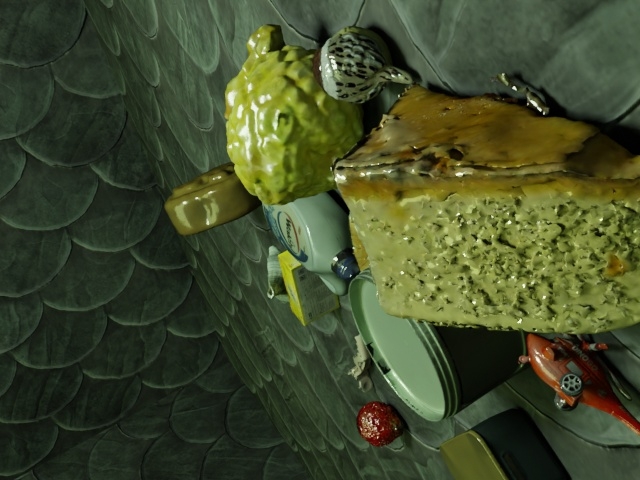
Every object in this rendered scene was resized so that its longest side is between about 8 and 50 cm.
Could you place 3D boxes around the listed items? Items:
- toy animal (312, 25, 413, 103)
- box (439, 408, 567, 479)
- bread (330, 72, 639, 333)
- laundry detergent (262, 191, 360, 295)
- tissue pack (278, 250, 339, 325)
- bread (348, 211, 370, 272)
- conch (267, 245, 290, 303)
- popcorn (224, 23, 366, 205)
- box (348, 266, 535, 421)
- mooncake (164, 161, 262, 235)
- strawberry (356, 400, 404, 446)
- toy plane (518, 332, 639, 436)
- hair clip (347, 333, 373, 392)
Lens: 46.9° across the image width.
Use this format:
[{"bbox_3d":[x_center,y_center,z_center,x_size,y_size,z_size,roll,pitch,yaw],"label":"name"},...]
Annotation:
[{"bbox_3d":[0.048,-0.214,0.932,0.137,0.098,0.098,46,156,43],"label":"toy animal"},{"bbox_3d":[0.272,0.340,1.111,0.144,0.090,0.201,57,162,17],"label":"box"},{"bbox_3d":[0.202,-0.054,0.781,0.315,0.279,0.248,-3,124,24],"label":"bread"},{"bbox_3d":[0.000,0.000,1.377,0.280,0.105,0.215,47,156,38],"label":"laundry detergent"},{"bbox_3d":[-0.024,0.089,1.588,0.062,0.095,0.176,45,156,43],"label":"tissue pack"},{"bbox_3d":[0.099,0.005,1.128,0.094,0.083,0.157,22,139,61],"label":"bread"},{"bbox_3d":[-0.071,0.075,1.702,0.234,0.114,0.137,82,174,-76],"label":"conch"},{"bbox_3d":[-0.044,-0.184,1.086,0.237,0.205,0.252,124,130,-87],"label":"popcorn"},{"bbox_3d":[0.160,0.113,1.002,0.226,0.149,0.226,53,160,28],"label":"box"},{"bbox_3d":[-0.239,-0.110,1.731,0.117,0.234,0.235,64,163,-17],"label":"mooncake"},{"bbox_3d":[0.133,0.400,1.615,0.106,0.106,0.106,53,161,28],"label":"strawberry"},{"bbox_3d":[0.305,0.172,0.808,0.194,0.077,0.126,50,170,10],"label":"toy plane"},{"bbox_3d":[0.095,0.267,1.614,0.072,0.034,0.226,51,158,24],"label":"hair clip"}]
